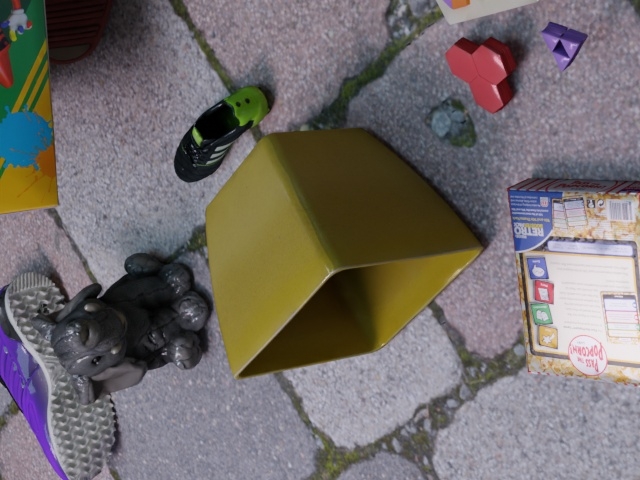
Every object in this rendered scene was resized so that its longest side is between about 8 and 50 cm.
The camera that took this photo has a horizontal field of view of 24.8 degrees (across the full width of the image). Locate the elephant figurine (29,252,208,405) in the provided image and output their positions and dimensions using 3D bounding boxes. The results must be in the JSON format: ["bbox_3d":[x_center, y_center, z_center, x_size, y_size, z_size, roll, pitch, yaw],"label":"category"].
[{"bbox_3d":[-0.268,0.113,1.765,0.169,0.239,0.186,29,123,30],"label":"elephant figurine"}]

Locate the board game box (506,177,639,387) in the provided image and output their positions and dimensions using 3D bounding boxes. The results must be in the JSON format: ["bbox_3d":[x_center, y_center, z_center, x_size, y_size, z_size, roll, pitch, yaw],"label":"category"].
[{"bbox_3d":[0.261,0.040,1.404,0.146,0.045,0.194,5,109,40],"label":"board game box"}]

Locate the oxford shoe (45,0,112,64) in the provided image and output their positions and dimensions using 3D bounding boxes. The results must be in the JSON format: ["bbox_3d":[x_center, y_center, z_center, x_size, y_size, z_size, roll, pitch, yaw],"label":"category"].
[{"bbox_3d":[-0.316,-0.386,1.733,0.130,0.123,0.348,-129,36,-56],"label":"oxford shoe"}]

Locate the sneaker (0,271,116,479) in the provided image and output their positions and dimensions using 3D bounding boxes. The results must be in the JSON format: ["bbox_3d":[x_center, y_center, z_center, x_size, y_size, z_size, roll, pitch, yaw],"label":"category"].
[{"bbox_3d":[-0.381,0.195,2.004,0.146,0.102,0.293,-21,87,48],"label":"sneaker"}]

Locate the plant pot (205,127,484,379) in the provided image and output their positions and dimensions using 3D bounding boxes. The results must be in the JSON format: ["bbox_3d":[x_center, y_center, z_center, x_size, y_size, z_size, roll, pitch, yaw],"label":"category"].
[{"bbox_3d":[0.000,0.000,1.524,0.212,0.212,0.187,-49,60,41],"label":"plant pot"}]

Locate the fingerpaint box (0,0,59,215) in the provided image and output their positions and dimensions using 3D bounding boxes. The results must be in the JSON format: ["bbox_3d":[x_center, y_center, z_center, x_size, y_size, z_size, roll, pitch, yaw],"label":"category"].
[{"bbox_3d":[-0.448,-0.265,1.713,0.445,0.163,0.371,-140,45,-59],"label":"fingerpaint box"}]

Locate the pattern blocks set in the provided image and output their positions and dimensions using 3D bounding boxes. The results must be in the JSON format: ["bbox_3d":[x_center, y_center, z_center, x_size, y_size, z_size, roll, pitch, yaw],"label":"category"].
[{"bbox_3d":[0.121,-0.282,1.327,0.325,0.026,0.285,53,152,-2],"label":"pattern blocks set"}]

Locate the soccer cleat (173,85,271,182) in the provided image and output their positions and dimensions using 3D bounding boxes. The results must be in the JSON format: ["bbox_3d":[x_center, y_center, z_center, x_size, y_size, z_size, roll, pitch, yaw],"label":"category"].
[{"bbox_3d":[-0.128,-0.120,1.669,0.179,0.072,0.060,-39,79,43],"label":"soccer cleat"}]
